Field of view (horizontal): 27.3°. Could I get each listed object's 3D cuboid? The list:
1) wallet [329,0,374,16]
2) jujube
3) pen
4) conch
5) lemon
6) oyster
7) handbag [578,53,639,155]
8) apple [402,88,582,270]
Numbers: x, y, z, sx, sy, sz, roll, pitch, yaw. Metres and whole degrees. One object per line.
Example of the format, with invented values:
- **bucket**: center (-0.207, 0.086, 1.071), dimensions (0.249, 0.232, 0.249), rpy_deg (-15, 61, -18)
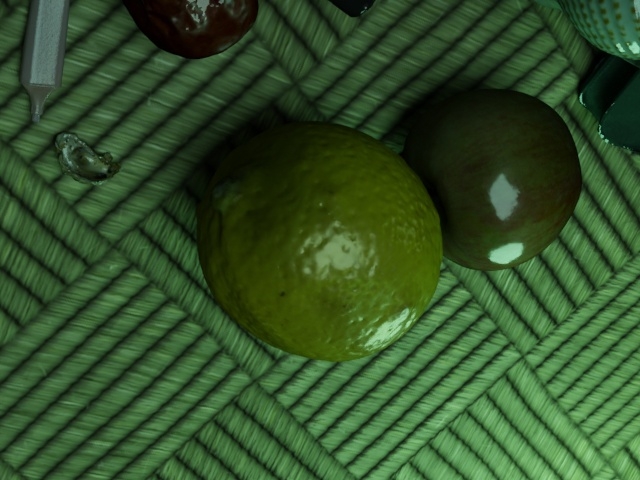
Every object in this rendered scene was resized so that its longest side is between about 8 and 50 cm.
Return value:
- **wallet**: center (-0.049, -0.468, 1.606), dimensions (0.406, 0.062, 0.228), rpy_deg (30, 81, -34)
- **jujube**: center (-0.176, -0.332, 1.579), dimensions (0.168, 0.168, 0.236), rpy_deg (-34, 107, -6)
- **pen**: center (-0.340, -0.239, 1.627), dimensions (0.053, 0.032, 0.197), rpy_deg (3, 111, -27)
- **conch**: center (0.405, -0.352, 1.743), dimensions (0.215, 0.319, 0.303), rpy_deg (-51, 143, 7)
- **lemon**: center (0.002, 0.001, 1.740), dimensions (0.336, 0.336, 0.336), rpy_deg (-10, 118, -20)
- **oyster**: center (-0.309, -0.107, 1.718), dimensions (0.080, 0.038, 0.083), rpy_deg (-33, 98, -36)
- **handbag**: center (0.559, -0.265, 1.942), dimensions (0.238, 0.089, 0.326), rpy_deg (15, 127, -31)
- **apple**: center (0.245, -0.088, 1.841), dimensions (0.234, 0.257, 0.257), rpy_deg (-16, 120, -19)
